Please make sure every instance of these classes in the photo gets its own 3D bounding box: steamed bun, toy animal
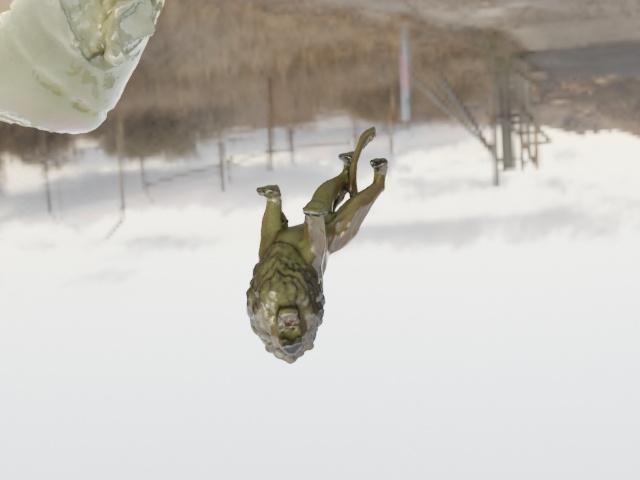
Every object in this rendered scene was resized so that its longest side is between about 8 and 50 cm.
[{"bbox_3d":[-0.155,-0.179,0.676,0.153,0.238,0.170,15,175,31],"label":"steamed bun"},{"bbox_3d":[-0.004,-0.015,0.799,0.069,0.086,0.219,5,-134,29],"label":"toy animal"}]
